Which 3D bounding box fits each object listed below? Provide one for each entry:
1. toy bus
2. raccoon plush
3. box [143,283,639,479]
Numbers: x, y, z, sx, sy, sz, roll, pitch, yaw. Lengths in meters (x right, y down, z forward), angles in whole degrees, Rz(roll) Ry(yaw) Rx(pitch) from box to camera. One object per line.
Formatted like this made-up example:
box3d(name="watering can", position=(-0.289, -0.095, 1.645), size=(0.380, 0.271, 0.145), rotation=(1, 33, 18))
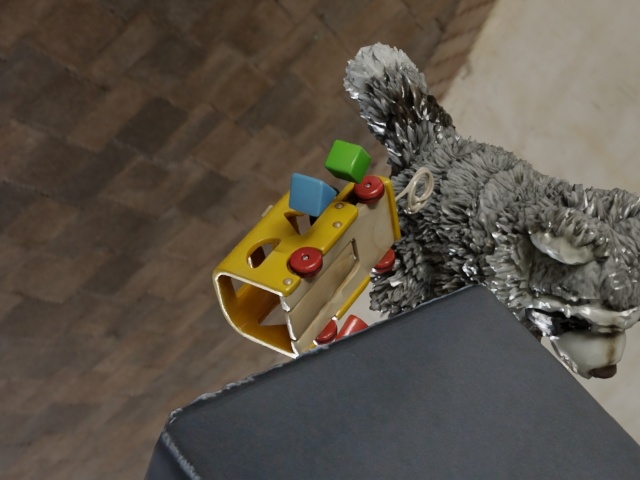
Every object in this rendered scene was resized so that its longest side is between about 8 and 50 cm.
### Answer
box3d(name="toy bus", position=(-0.007, 0.004, 1.002), size=(0.202, 0.104, 0.191), rotation=(9, 99, -60))
box3d(name="raccoon plush", position=(0.150, -0.062, 1.062), size=(0.216, 0.446, 0.299), rotation=(-26, 163, -28))
box3d(name="box", position=(0.081, 0.379, 0.758), size=(0.297, 0.480, 0.471), rotation=(-21, 147, -37))
